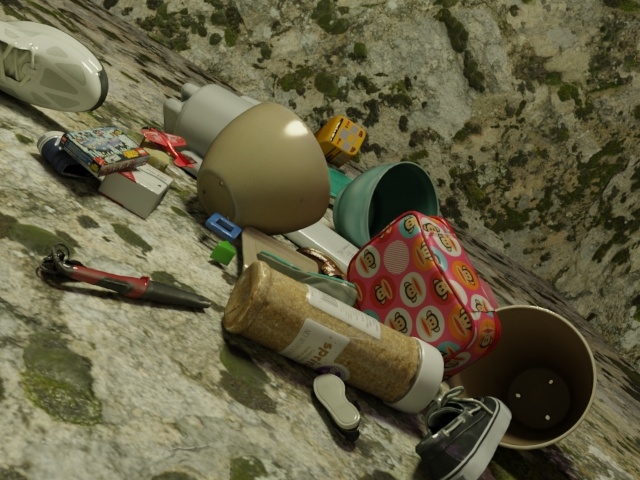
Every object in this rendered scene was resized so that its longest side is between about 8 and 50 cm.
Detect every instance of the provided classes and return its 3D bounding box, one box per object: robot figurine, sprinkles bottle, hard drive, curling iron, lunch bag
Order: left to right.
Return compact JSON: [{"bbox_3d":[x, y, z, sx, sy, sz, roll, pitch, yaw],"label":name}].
[{"bbox_3d":[-0.263,0.057,1.020,0.274,0.035,0.068,20,19,-42],"label":"curling iron"},{"bbox_3d":[-0.218,-0.251,1.785,0.353,0.300,0.200,31,-31,12],"label":"robot figurine"},{"bbox_3d":[0.000,0.000,1.799,0.307,0.040,0.203,35,14,6],"label":"hard drive"},{"bbox_3d":[0.025,0.158,1.151,0.355,0.121,0.121,28,15,-20],"label":"sprinkles bottle"},{"bbox_3d":[0.168,0.121,1.338,0.120,0.258,0.293,8,50,-44],"label":"lunch bag"}]

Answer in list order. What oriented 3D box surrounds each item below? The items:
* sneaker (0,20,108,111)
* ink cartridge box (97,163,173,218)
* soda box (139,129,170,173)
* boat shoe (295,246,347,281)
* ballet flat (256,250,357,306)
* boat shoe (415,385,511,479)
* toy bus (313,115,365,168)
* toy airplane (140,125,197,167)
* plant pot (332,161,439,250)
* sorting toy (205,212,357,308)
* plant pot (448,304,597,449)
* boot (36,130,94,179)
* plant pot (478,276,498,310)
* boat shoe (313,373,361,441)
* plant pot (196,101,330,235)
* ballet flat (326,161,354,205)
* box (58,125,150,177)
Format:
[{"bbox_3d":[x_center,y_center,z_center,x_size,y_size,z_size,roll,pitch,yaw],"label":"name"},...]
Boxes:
[{"bbox_3d":[-0.635,-0.332,1.331,0.447,0.169,0.257,24,24,-7],"label":"sneaker"},{"bbox_3d":[-0.340,-0.103,1.347,0.099,0.056,0.135,31,15,-9],"label":"ink cartridge box"},{"bbox_3d":[-0.362,-0.180,1.556,0.061,0.058,0.181,29,14,-19],"label":"soda box"},{"bbox_3d":[0.016,0.076,1.528,0.178,0.064,0.060,36,12,0],"label":"boat shoe"},{"bbox_3d":[-0.037,0.077,1.256,0.213,0.068,0.072,19,-11,29],"label":"ballet flat"},{"bbox_3d":[0.215,0.293,1.140,0.105,0.113,0.306,51,26,9],"label":"boat shoe"},{"bbox_3d":[0.016,-0.293,2.361,0.130,0.108,0.332,30,-20,-12],"label":"toy bus"},{"bbox_3d":[-0.317,-0.197,1.532,0.151,0.028,0.151,32,15,-10],"label":"toy airplane"},{"bbox_3d":[0.159,-0.072,1.988,0.293,0.293,0.196,21,-8,-42],"label":"plant pot"},{"bbox_3d":[-0.077,0.066,1.396,0.347,0.047,0.196,29,19,-17],"label":"sorting toy"},{"bbox_3d":[0.406,0.285,1.397,0.256,0.256,0.274,42,0,32],"label":"plant pot"},{"bbox_3d":[-0.416,-0.143,1.318,0.086,0.069,0.190,48,26,24],"label":"boot"},{"bbox_3d":[0.240,0.162,1.516,0.180,0.201,0.201,7,26,-31],"label":"plant pot"},{"bbox_3d":[0.025,0.239,1.047,0.046,0.038,0.125,-19,31,-17],"label":"boat shoe"},{"bbox_3d":[-0.145,-0.122,1.514,0.191,0.284,0.284,-31,59,-35],"label":"plant pot"},{"bbox_3d":[-0.070,-0.219,2.276,0.408,0.147,0.147,32,14,-19],"label":"ballet flat"},{"bbox_3d":[-0.377,-0.159,1.275,0.094,0.027,0.137,39,26,9],"label":"box"}]
